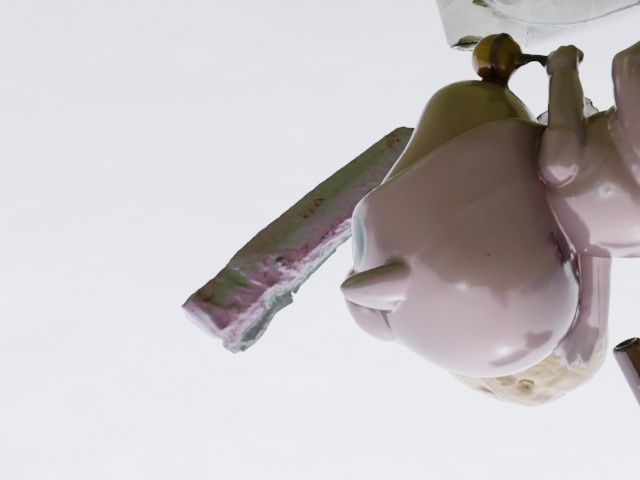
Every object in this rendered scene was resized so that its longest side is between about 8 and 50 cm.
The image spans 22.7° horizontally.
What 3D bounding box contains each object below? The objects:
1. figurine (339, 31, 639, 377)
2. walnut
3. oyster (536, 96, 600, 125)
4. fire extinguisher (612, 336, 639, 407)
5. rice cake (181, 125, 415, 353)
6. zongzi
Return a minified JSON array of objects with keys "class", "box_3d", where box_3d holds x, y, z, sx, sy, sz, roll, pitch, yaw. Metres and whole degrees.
[{"class":"figurine","box_3d":[0.144,-0.032,0.959,0.287,0.176,0.186,-28,-120,16]},{"class":"walnut","box_3d":[0.189,0.079,1.551,0.165,0.165,0.197,24,177,39]},{"class":"oyster","box_3d":[0.226,-0.102,1.496,0.083,0.054,0.019,-32,176,22]},{"class":"fire extinguisher","box_3d":[0.256,0.114,1.178,0.046,0.100,0.032,-32,-174,-35]},{"class":"rice cake","box_3d":[-0.003,-0.001,1.516,0.290,0.051,0.081,-38,-95,-19]},{"class":"zongzi","box_3d":[0.324,-0.354,1.798,0.356,0.174,0.393,-18,172,-8]}]
